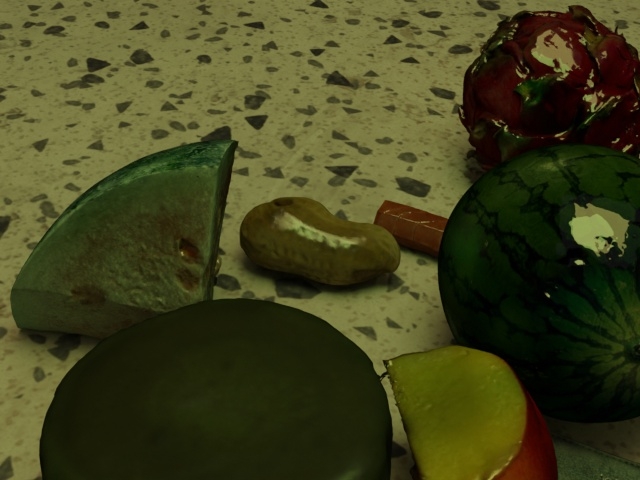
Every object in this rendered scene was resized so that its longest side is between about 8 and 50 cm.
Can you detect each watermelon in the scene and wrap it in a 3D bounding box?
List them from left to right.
[{"bbox_3d":[-0.218,0.036,1.169,0.258,0.387,0.228,54,21,-2],"label":"watermelon"},{"bbox_3d":[0.310,0.049,1.086,0.363,0.363,0.363,2,38,-2],"label":"watermelon"}]

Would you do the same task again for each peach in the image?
[{"bbox_3d":[0.169,0.233,0.931,0.154,0.158,0.267,-23,28,4],"label":"peach"}]

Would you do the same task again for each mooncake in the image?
[{"bbox_3d":[-0.102,0.234,0.929,0.357,0.194,0.356,-1,39,1],"label":"mooncake"}]

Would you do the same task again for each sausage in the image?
[{"bbox_3d":[0.167,-0.009,1.360,0.169,0.065,0.065,20,41,20],"label":"sausage"}]

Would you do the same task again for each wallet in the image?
[{"bbox_3d":[0.271,0.308,0.987,0.167,0.036,0.222,18,41,18],"label":"wallet"}]

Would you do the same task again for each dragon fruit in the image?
[{"bbox_3d":[0.383,-0.213,1.455,0.329,0.329,0.329,2,38,-2],"label":"dragon fruit"}]

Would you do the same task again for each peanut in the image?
[{"bbox_3d":[0.000,0.000,1.300,0.237,0.110,0.120,10,25,5],"label":"peanut"}]
